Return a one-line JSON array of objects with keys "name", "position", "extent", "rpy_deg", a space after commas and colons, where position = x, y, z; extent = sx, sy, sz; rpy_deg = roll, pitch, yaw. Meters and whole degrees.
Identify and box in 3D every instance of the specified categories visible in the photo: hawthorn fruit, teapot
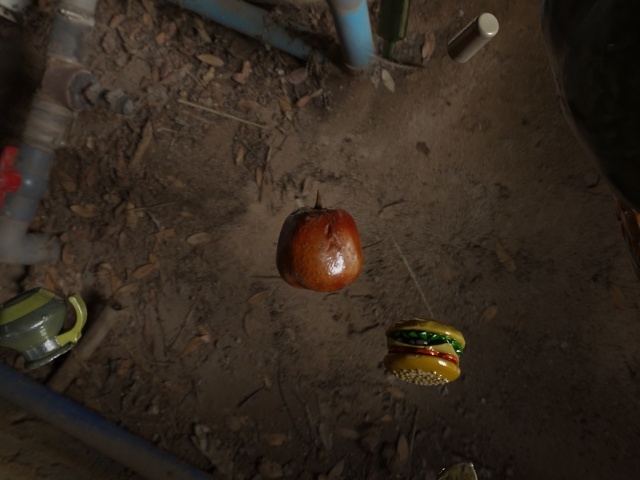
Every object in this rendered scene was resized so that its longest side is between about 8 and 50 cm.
[{"name": "hawthorn fruit", "position": [0.000, 0.000, 1.150], "extent": [0.179, 0.179, 0.201], "rpy_deg": [6, 97, 13]}, {"name": "teapot", "position": [-0.473, 0.144, 0.990], "extent": [0.165, 0.130, 0.119], "rpy_deg": [-19, 107, 12]}]

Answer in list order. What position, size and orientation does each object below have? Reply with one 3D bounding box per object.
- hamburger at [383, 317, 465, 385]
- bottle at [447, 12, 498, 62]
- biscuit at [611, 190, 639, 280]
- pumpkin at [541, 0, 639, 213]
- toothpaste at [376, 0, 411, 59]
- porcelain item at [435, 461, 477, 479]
[{"name": "hamburger", "position": [0.198, 0.213, 1.107], "extent": [0.162, 0.162, 0.115], "rpy_deg": [5, 65, 13]}, {"name": "bottle", "position": [0.246, -0.327, 0.935], "extent": [0.045, 0.096, 0.045], "rpy_deg": [2, 82, -15]}, {"name": "biscuit", "position": [0.406, -0.041, 0.754], "extent": [0.043, 0.183, 0.280], "rpy_deg": [-20, 122, 23]}, {"name": "pumpkin", "position": [0.380, -0.173, 0.412], "extent": [0.454, 0.344, 0.455], "rpy_deg": [3, 79, -14]}, {"name": "toothpaste", "position": [0.094, -0.328, 0.663], "extent": [0.038, 0.060, 0.234], "rpy_deg": [8, 118, 3]}, {"name": "porcelain item", "position": [0.223, 0.409, 0.922], "extent": [0.084, 0.213, 0.054], "rpy_deg": [-42, 56, -10]}]
